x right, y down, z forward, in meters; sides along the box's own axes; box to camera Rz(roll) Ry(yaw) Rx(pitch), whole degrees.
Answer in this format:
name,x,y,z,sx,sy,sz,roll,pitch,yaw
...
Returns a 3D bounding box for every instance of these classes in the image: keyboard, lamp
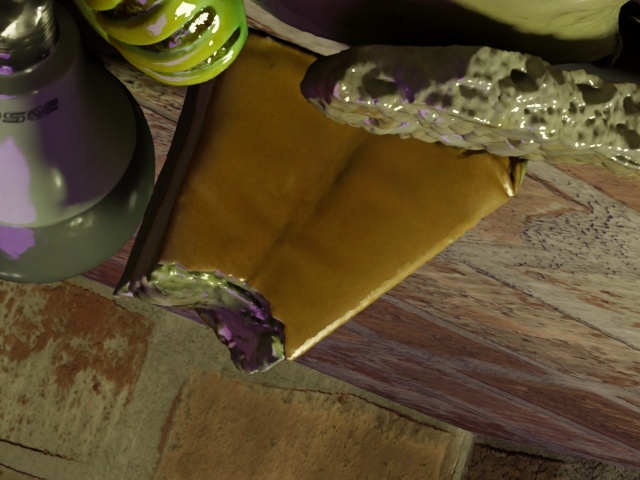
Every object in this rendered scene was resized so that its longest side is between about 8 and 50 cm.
name,x,y,z,sx,sy,sz,roll,pitch,yaw
keyboard,0.123,-0.099,0.839,0.074,0.015,0.196,28,166,-30
lamp,-0.227,-0.079,1.127,0.182,0.182,0.314,16,165,15

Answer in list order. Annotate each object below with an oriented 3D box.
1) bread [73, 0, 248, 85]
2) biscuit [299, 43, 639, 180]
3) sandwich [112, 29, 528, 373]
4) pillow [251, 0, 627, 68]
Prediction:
name,x,y,z,sx,sy,sz,roll,pitch,yaw
bread,-0.088,-0.133,0.742,0.130,0.071,0.139,54,178,-39
biscuit,0.092,-0.057,0.725,0.290,0.038,0.141,8,180,-42
sandwich,0.000,0.000,1.062,0.227,0.198,0.155,21,170,-13
pillow,0.048,-0.130,0.617,0.185,0.074,0.302,12,170,3
